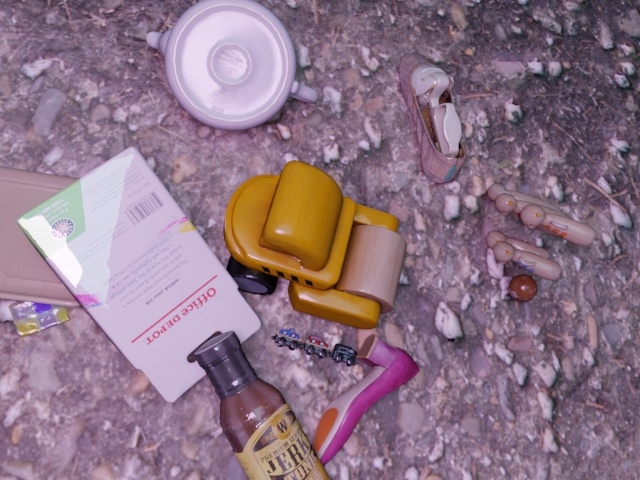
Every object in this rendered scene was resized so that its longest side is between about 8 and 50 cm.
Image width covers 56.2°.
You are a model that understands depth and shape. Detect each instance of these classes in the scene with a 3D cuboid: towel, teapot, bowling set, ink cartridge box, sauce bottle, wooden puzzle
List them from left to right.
[{"bbox_3d":[-0.487,-0.009,1.011,0.220,0.044,0.239,9,64,-10],"label":"wooden puzzle"},{"bbox_3d":[-0.461,0.119,0.985,0.083,0.009,0.060,-18,75,-18],"label":"towel"},{"bbox_3d":[-0.281,0.057,0.960,0.207,0.119,0.354,-39,102,-22],"label":"ink cartridge box"},{"bbox_3d":[-0.163,-0.326,1.129,0.252,0.187,0.256,-27,105,-2],"label":"teapot"},{"bbox_3d":[-0.082,0.304,0.915,0.111,0.111,0.345,-31,95,-21],"label":"sauce bottle"},{"bbox_3d":[0.374,0.011,1.136,0.154,0.287,0.200,23,101,2],"label":"bowling set"}]

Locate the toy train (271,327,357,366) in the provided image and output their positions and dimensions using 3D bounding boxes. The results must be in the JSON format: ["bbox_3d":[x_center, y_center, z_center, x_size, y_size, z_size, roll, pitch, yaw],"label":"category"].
[{"bbox_3d":[-0.009,0.185,1.058,0.158,0.027,0.036,17,64,-7],"label":"toy train"}]

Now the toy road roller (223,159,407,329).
[{"bbox_3d":[0.000,0.000,1.010,0.329,0.240,0.203,18,68,-7],"label":"toy road roller"}]

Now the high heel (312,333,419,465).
[{"bbox_3d":[0.079,0.289,1.026,0.117,0.082,0.244,36,66,-17],"label":"high heel"}]

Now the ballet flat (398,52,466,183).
[{"bbox_3d":[0.242,-0.275,1.239,0.107,0.106,0.316,-8,72,-16],"label":"ballet flat"}]
